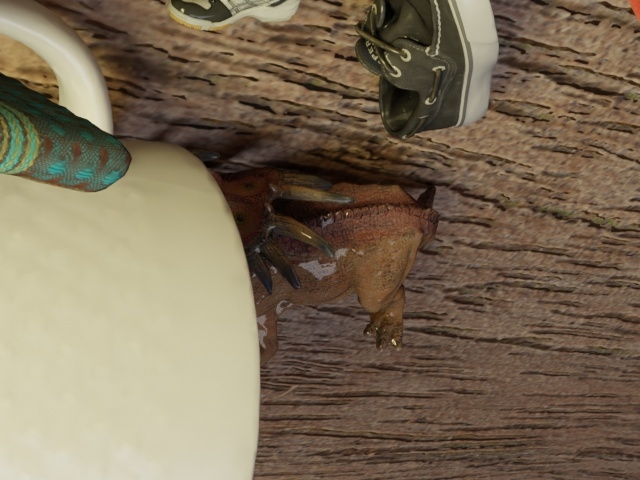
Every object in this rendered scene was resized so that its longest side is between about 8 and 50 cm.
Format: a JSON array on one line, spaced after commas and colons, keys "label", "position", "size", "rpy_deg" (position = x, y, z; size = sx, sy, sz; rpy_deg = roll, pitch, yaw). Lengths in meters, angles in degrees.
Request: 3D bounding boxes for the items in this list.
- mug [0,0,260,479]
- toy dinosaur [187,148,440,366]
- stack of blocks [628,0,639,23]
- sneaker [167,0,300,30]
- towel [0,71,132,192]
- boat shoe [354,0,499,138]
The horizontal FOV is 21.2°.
[{"label": "mug", "position": [-0.227, 0.035, 0.926], "size": [0.328, 0.276, 0.374], "rpy_deg": [0, 118, -28]}, {"label": "toy dinosaur", "position": [0.000, 0.000, 1.192], "size": [0.295, 0.127, 0.200], "rpy_deg": [-15, 149, -30]}, {"label": "stack of blocks", "position": [0.256, -0.247, 0.831], "size": [0.087, 0.171, 0.297], "rpy_deg": [6, 144, -48]}, {"label": "sneaker", "position": [-0.048, -0.142, 0.961], "size": [0.083, 0.032, 0.037], "rpy_deg": [-14, 141, -31]}, {"label": "towel", "position": [-0.280, -0.090, 0.601], "size": [0.370, 0.271, 0.040], "rpy_deg": [9, 106, -52]}, {"label": "boat shoe", "position": [0.058, -0.123, 1.042], "size": [0.076, 0.080, 0.228], "rpy_deg": [-23, 164, -4]}]
